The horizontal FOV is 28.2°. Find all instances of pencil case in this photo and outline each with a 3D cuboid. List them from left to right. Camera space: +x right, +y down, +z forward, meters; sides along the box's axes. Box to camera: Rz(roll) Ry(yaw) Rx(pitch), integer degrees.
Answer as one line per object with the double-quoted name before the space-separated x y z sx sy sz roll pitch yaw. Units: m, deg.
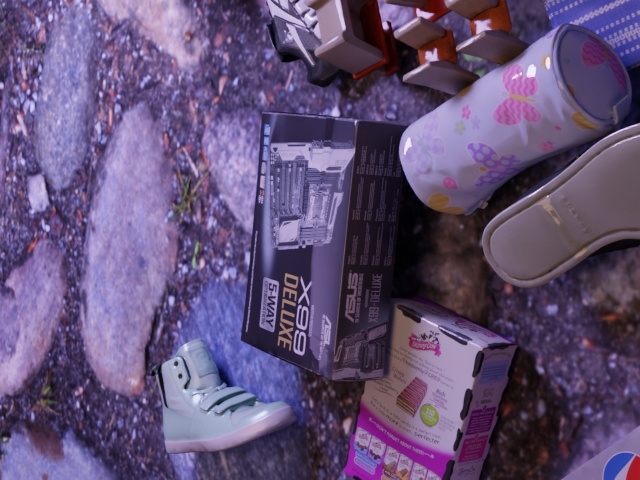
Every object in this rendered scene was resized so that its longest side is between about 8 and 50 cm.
"pencil case" 0.204 -0.123 1.374 0.273 0.113 0.124 -33 78 49

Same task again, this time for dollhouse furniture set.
"dollhouse furniture set" 0.120 -0.286 1.454 0.259 0.135 0.262 -26 65 40

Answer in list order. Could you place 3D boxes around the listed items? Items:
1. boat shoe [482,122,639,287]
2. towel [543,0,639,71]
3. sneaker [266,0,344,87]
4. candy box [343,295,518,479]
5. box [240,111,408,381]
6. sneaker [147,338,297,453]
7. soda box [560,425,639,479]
"boat shoe" 0.319 -0.051 1.298 0.127 0.113 0.340 55 135 1
"towel" 0.320 -0.352 1.342 0.243 0.040 0.336 -25 77 39
"sneaker" -0.037 -0.287 1.642 0.234 0.078 0.106 53 122 26
"candy box" 0.127 0.201 1.512 0.159 0.071 0.233 27 110 42
"box" 0.000 0.000 1.571 0.242 0.077 0.307 16 101 60
"sneaker" -0.144 0.207 1.746 0.256 0.094 0.151 -15 87 45
"soda box" 0.314 0.262 1.326 0.263 0.092 0.083 -45 63 34
